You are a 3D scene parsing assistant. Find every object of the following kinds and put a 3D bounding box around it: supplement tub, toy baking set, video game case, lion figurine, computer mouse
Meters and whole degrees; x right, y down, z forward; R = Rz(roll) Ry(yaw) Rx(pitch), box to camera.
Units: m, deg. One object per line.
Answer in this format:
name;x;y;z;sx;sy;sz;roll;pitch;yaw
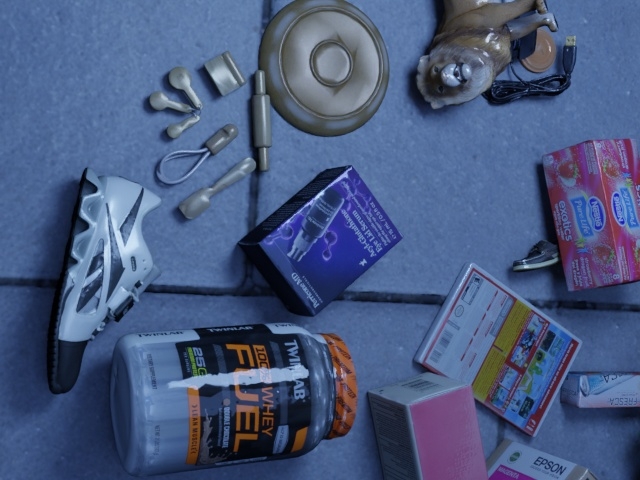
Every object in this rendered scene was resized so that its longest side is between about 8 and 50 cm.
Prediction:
supplement tub;-0.130;0.230;1.388;0.338;0.207;0.207;-3;91;-23
toy baking set;-0.168;-0.167;1.470;0.197;0.030;0.256;-8;93;-19
video game case;0.323;0.198;1.673;0.285;0.025;0.204;34;77;-19
lion figurine;0.253;-0.430;1.582;0.142;0.240;0.392;16;63;-62
computer mouse;0.376;-0.378;1.658;0.184;0.060;0.262;-3;92;-11

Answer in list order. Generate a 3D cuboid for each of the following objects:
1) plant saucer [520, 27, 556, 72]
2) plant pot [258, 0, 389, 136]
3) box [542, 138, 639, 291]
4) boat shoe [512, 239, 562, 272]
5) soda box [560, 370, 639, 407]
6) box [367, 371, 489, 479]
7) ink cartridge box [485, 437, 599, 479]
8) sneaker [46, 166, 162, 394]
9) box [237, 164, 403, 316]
plant saucer;0.398;-0.349;1.708;0.083;0.013;0.083;0;91;-22
plant pot;0.014;-0.291;1.540;0.236;0.032;0.236;0;90;-22
box;0.502;-0.045;1.662;0.128;0.123;0.257;-6;84;-37
boat shoe;0.406;0.024;1.694;0.152;0.056;0.049;-13;88;-32
soda box;0.541;0.278;1.745;0.183;0.058;0.063;3;89;-23
box;0.183;0.353;1.548;0.127;0.148;0.232;-13;96;-23
ink cartridge box;0.340;0.450;1.567;0.193;0.235;0.088;-46;107;-17
sneaker;-0.310;0.069;1.359;0.146;0.122;0.330;15;85;-20
box;0.000;0.000;1.494;0.207;0.108;0.153;-42;105;-17
